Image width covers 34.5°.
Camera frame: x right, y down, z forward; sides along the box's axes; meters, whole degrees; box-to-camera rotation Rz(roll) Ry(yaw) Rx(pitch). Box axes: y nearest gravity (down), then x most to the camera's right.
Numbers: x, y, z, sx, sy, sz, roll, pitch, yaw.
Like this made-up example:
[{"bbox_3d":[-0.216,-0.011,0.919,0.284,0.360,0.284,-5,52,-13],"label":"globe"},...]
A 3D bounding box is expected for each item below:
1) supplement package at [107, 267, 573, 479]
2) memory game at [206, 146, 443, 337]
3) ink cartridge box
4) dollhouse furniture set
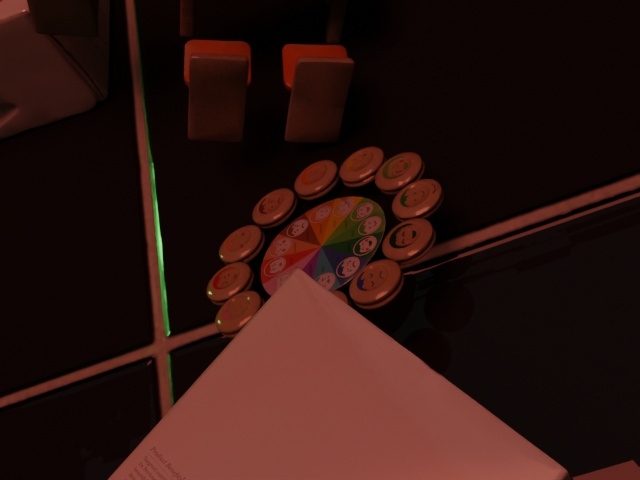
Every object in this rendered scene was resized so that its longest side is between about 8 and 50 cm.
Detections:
[{"bbox_3d":[0.009,0.167,0.560,0.194,0.149,0.203,36,80,35],"label":"supplement package"},{"bbox_3d":[0.000,0.000,0.711,0.186,0.012,0.186,-23,37,18],"label":"memory game"},{"bbox_3d":[-0.321,-0.249,0.963,0.226,0.131,0.306,-17,55,14],"label":"ink cartridge box"},{"bbox_3d":[-0.093,-0.221,0.783,0.259,0.135,0.262,1,59,-8],"label":"dollhouse furniture set"}]
